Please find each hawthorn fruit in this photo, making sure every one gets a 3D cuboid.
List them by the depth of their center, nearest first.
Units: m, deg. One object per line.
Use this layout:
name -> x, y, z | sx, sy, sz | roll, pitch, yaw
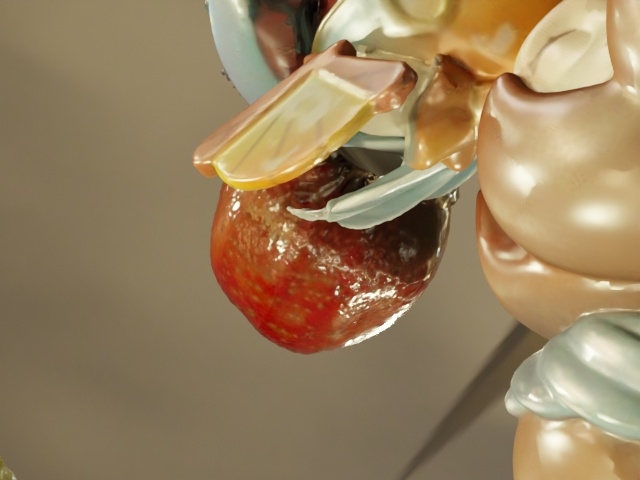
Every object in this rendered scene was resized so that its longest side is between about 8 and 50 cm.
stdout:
hawthorn fruit -> 0.000, 0.000, 1.625 | 0.215, 0.249, 0.215 | 10, -123, -17

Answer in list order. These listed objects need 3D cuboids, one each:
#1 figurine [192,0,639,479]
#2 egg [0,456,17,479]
figurine -> 0.117, -0.038, 0.804 | 0.388, 0.277, 0.248 | 35, 154, 52
egg -> -0.251, 0.332, 1.748 | 0.271, 0.162, 0.206 | 9, -115, -31
